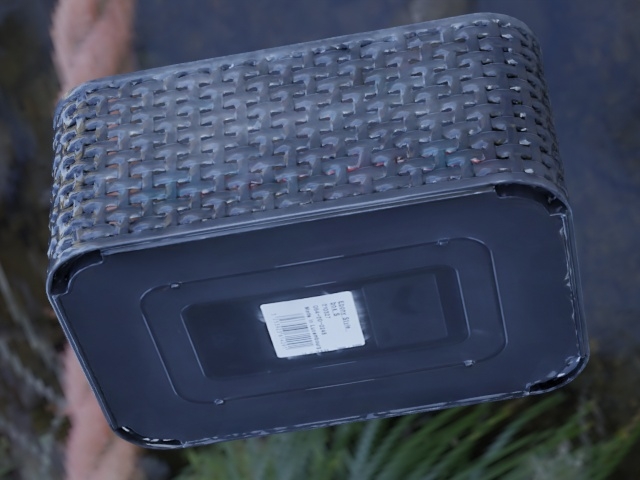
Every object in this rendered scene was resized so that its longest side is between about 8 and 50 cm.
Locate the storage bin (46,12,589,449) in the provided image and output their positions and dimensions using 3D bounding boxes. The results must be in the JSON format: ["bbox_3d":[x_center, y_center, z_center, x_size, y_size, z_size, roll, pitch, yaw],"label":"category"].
[{"bbox_3d":[0.000,0.000,0.705,0.122,0.180,0.084,74,-172,-49],"label":"storage bin"}]
